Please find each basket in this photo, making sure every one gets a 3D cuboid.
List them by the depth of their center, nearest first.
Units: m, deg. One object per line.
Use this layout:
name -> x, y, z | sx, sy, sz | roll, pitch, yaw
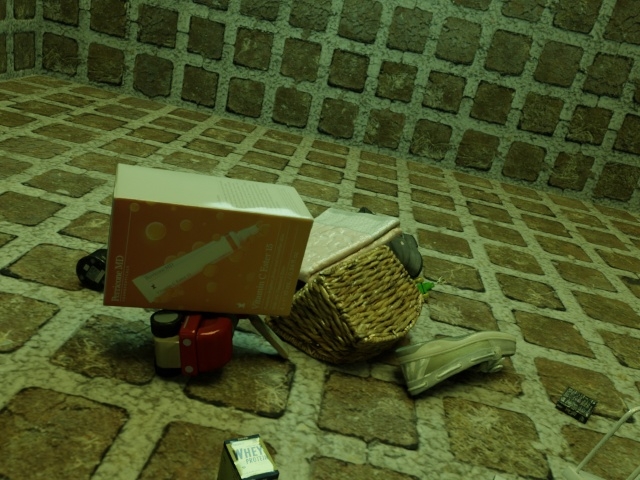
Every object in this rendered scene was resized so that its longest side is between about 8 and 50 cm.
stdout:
basket -> 0.070, 0.175, 1.322 | 0.299, 0.223, 0.213 | -20, 72, -52

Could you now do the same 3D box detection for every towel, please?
towel -> 0.000, 0.000, 1.524 | 0.317, 0.053, 0.332 | -26, 21, -26

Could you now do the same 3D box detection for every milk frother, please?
milk frother -> -0.452, 0.064, 1.323 | 0.143, 0.129, 0.134 | 55, 22, -11

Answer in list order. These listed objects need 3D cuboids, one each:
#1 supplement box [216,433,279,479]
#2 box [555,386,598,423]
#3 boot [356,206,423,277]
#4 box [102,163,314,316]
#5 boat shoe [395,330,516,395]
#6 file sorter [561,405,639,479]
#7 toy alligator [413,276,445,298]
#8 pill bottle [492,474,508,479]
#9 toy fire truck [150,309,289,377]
supplement box -> -0.107, 0.344, 0.838 | 0.056, 0.083, 0.083 | -1, 26, -30
box -> 0.555, 0.356, 1.250 | 0.067, 0.018, 0.083 | 27, 26, 30
boot -> 0.200, 0.053, 1.640 | 0.223, 0.118, 0.338 | 28, 39, -19
box -> -0.216, 0.003, 1.088 | 0.346, 0.214, 0.168 | 6, 25, -19
boat shoe -> 0.304, 0.260, 1.250 | 0.321, 0.102, 0.118 | 0, -19, -35
file sorter -> 0.555, 0.409, 0.853 | 0.193, 0.173, 0.277 | 29, 12, -31
toy alligator -> 0.272, 0.133, 1.585 | 0.190, 0.056, 0.051 | -12, -7, -45
pill bottle -> 0.333, 0.426, 0.878 | 0.160, 0.087, 0.087 | 21, 24, 20
toy fire truck -> -0.186, 0.182, 1.133 | 0.247, 0.158, 0.217 | 1, 23, -1
